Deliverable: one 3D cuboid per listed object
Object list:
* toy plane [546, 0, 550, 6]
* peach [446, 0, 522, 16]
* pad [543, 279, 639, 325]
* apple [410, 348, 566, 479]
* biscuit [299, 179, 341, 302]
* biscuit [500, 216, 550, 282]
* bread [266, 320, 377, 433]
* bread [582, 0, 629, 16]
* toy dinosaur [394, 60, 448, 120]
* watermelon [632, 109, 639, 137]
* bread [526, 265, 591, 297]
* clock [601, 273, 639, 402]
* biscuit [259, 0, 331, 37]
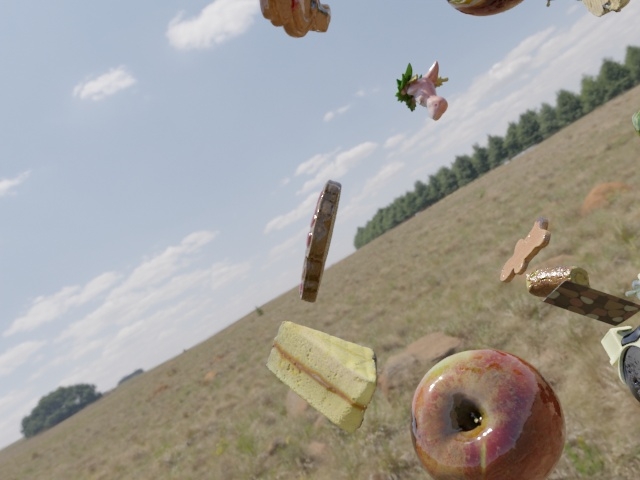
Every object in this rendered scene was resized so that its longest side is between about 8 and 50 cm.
[{"bbox_3d":[0.751,-0.789,1.580,0.286,0.108,0.092,-30,31,-13],"label":"toy plane"},{"bbox_3d":[0.374,-0.609,1.129,0.245,0.275,0.248,-5,-10,-2],"label":"peach"},{"bbox_3d":[0.813,0.191,1.608,0.158,0.235,0.003,98,-168,-60],"label":"pad"},{"bbox_3d":[0.387,0.426,1.250,0.348,0.348,0.277,-32,-34,11],"label":"apple"},{"bbox_3d":[0.000,0.000,1.627,0.359,0.074,0.381,91,-165,-66],"label":"biscuit"},{"bbox_3d":[0.651,0.043,1.701,0.250,0.036,0.165,-65,-2,38],"label":"biscuit"},{"bbox_3d":[-0.004,0.332,1.317,0.163,0.264,0.168,-79,8,-74],"label":"bread"},{"bbox_3d":[0.631,-0.670,1.263,0.054,0.316,0.316,-30,-2,11],"label":"bread"},{"bbox_3d":[0.333,-0.480,1.706,0.177,0.152,0.194,12,73,48],"label":"toy dinosaur"},{"bbox_3d":[0.862,-0.283,1.391,0.163,0.069,0.087,20,-16,-27],"label":"watermelon"},{"bbox_3d":[0.810,0.141,1.831,0.132,0.103,0.172,10,-14,-35],"label":"bread"},{"bbox_3d":[0.834,0.241,1.314,0.120,0.276,0.379,-6,-44,-7],"label":"clock"},{"bbox_3d":[-0.054,-0.647,1.427,0.047,0.202,0.334,8,26,28],"label":"biscuit"}]
